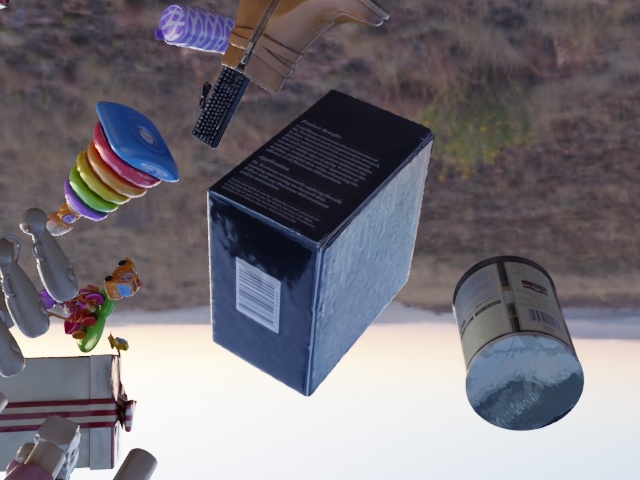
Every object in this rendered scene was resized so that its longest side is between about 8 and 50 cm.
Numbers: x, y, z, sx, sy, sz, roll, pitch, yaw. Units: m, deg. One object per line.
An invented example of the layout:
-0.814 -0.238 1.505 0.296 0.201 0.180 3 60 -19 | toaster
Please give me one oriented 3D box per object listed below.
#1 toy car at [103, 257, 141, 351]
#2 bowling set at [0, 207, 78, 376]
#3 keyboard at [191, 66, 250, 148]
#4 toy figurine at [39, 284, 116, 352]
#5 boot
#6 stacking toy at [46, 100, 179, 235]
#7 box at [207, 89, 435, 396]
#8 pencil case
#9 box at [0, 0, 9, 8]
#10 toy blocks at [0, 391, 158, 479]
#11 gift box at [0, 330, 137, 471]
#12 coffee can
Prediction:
-0.258 0.089 1.194 0.040 0.122 0.060 12 -152 24 | toy car
-0.492 0.083 1.263 0.199 0.154 0.287 -16 -159 8 | bowling set
-0.236 -0.308 1.984 0.108 0.180 0.023 35 -166 27 | keyboard
-0.507 0.133 1.719 0.159 0.130 0.173 16 133 -38 | toy figurine
-0.035 -0.347 1.484 0.283 0.220 0.109 29 -173 24 | boot
-0.438 -0.107 1.725 0.302 0.166 0.175 -40 146 17 | stacking toy
0.000 0.000 2.003 0.297 0.480 0.472 27 -133 23 | box
-0.235 -0.429 1.822 0.088 0.087 0.206 -16 168 38 | pencil case
-0.526 -0.457 1.417 0.027 0.137 0.094 7 166 46 | box
-0.405 0.388 1.120 0.308 0.260 0.289 23 133 3 | toy blocks
-0.506 0.326 1.794 0.258 0.277 0.255 1 177 -9 | gift box
0.350 0.180 1.604 0.201 0.202 0.275 0 -152 4 | coffee can
